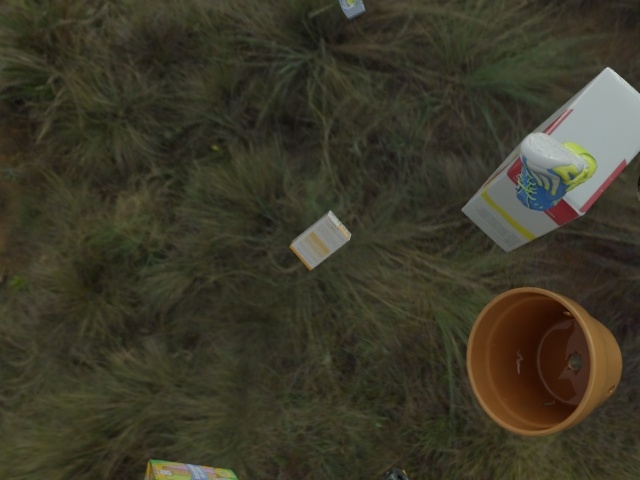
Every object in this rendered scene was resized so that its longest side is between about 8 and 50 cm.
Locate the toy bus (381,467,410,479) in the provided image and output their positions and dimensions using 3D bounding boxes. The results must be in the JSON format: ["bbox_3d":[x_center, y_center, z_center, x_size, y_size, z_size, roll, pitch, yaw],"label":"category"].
[{"bbox_3d":[0.124,0.543,1.291,0.149,0.220,0.211,-43,76,20],"label":"toy bus"}]

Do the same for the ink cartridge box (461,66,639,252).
[{"bbox_3d":[0.493,-0.151,1.537,0.160,0.385,0.279,43,76,3],"label":"ink cartridge box"}]

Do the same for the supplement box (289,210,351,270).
[{"bbox_3d":[0.000,0.000,1.341,0.098,0.036,0.062,-38,99,17],"label":"supplement box"}]

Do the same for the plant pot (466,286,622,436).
[{"bbox_3d":[0.477,0.248,1.487,0.290,0.203,0.291,-11,75,47],"label":"plant pot"}]

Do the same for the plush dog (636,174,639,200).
[{"bbox_3d":[0.758,-0.092,1.338,0.262,0.210,0.226,-50,31,41],"label":"plush dog"}]

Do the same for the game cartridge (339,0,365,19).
[{"bbox_3d":[0.077,-0.609,1.837,0.056,0.017,0.083,-22,83,27],"label":"game cartridge"}]

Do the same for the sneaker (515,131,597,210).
[{"bbox_3d":[0.357,-0.095,1.150,0.091,0.240,0.126,51,120,28],"label":"sneaker"}]

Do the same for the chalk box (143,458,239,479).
[{"bbox_3d":[-0.212,0.488,1.294,0.212,0.132,0.133,16,89,-20],"label":"chalk box"}]
